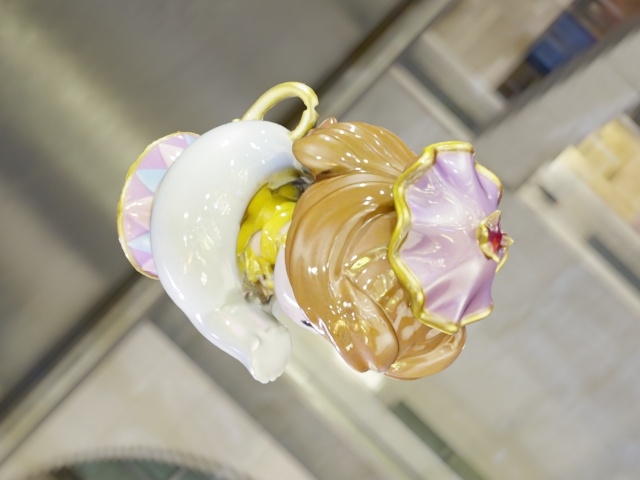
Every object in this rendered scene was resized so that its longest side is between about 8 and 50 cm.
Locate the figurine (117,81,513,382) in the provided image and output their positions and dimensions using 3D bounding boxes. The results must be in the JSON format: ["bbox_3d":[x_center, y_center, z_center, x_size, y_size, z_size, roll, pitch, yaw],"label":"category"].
[{"bbox_3d":[0.000,0.000,1.184,0.142,0.263,0.189,9,94,-51],"label":"figurine"}]
